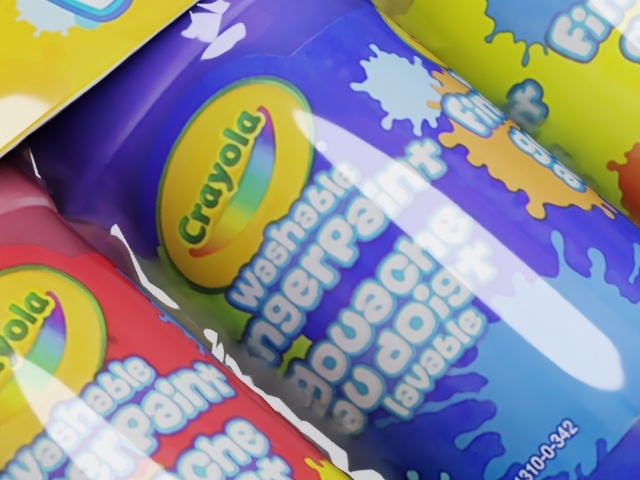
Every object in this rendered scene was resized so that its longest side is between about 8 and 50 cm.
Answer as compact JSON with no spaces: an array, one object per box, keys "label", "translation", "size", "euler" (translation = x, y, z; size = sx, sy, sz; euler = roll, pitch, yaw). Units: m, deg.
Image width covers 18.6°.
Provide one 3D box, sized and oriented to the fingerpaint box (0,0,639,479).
[{"label":"fingerpaint box","translation":[0.000,0.000,0.659],"size":[0.371,0.163,0.445],"euler":[41,54,9]}]
